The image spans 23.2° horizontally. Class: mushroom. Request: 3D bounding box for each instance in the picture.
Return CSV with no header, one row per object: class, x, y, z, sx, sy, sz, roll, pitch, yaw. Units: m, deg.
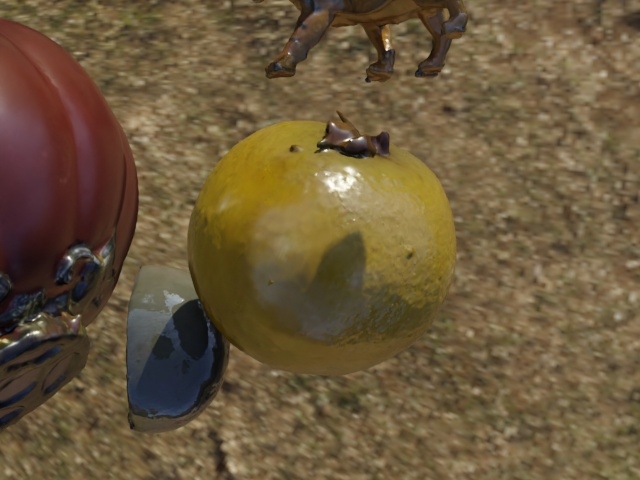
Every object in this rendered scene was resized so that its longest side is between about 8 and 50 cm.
mushroom,-0.158,0.122,1.728,0.141,0.117,0.188,20,74,-70

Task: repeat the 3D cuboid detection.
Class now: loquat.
loquat,0.000,0.000,1.555,0.275,0.275,0.274,-3,98,-25

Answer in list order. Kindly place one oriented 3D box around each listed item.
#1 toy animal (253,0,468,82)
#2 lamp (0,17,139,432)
toy animal,0.065,-0.184,1.128,0.114,0.255,0.116,3,82,-51
lamp,-0.258,-0.005,0.979,0.303,0.303,0.257,-31,73,-19
